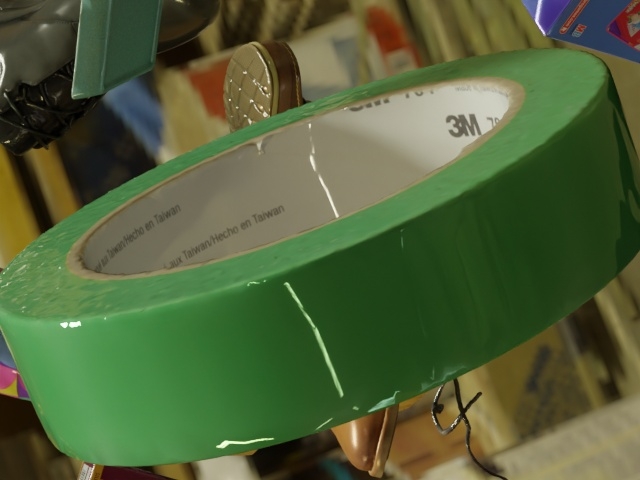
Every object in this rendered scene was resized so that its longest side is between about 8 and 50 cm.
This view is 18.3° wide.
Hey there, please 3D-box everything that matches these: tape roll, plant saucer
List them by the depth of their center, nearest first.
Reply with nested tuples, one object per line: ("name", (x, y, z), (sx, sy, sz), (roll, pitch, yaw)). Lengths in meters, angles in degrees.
("tape roll", (0.000, 0.000, 0.976), (0.077, 0.321, 0.321), (69, 164, -14))
("plant saucer", (-0.098, -0.168, 1.048), (0.018, 0.067, 0.192), (19, 118, 22))

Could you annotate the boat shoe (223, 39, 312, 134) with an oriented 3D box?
("boat shoe", (-0.026, -0.072, 1.289), (0.178, 0.060, 0.064), (95, 152, -57))

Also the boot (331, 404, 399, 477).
("boot", (-0.046, 0.108, 1.854), (0.283, 0.220, 0.109), (-102, 25, -49))

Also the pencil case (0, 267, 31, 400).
("pencil case", (-0.208, 0.077, 1.490), (0.104, 0.236, 0.104), (16, -90, -86))

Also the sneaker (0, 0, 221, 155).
("sneaker", (-0.184, -0.128, 1.426), (0.286, 0.109, 0.130), (-16, 53, 39))

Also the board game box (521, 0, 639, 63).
("board game box", (0.359, -0.304, 1.722), (0.347, 0.233, 0.078), (-54, 42, 29))

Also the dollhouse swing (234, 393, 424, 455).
("dollhouse swing", (-0.041, 0.083, 2.412), (0.315, 0.305, 0.347), (61, 151, 13))

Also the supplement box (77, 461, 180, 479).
("supplement box", (-0.144, 0.200, 1.508), (0.043, 0.083, 0.055), (-179, 106, -71))

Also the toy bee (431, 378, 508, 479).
("toy bee", (0.181, 0.299, 1.916), (0.195, 0.162, 0.298), (-125, 46, -67))
